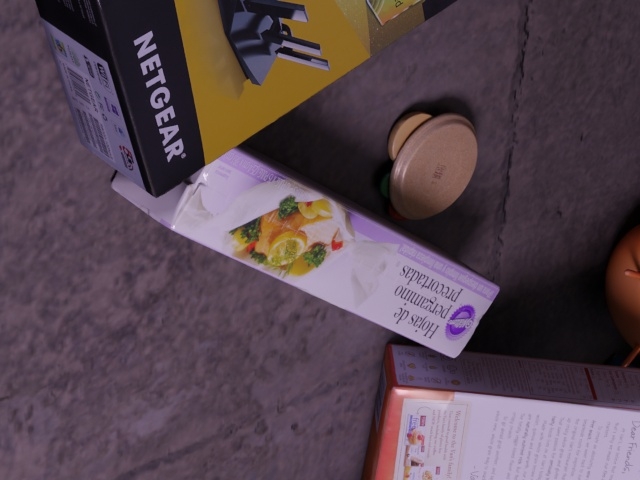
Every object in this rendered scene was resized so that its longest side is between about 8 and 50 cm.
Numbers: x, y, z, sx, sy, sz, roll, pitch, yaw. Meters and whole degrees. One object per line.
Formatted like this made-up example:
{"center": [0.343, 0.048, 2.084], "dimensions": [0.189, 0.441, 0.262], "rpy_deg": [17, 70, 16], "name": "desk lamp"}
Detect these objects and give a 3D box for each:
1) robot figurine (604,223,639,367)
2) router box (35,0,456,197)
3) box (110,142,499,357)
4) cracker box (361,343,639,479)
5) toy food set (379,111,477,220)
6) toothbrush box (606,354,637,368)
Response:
{"center": [0.315, 0.027, 1.527], "dimensions": [0.219, 0.128, 0.158], "rpy_deg": [-23, 168, -33], "name": "robot figurine"}
{"center": [-0.049, -0.211, 1.032], "dimensions": [0.243, 0.081, 0.309], "rpy_deg": [-35, 137, -23], "name": "router box"}
{"center": [0.000, 0.000, 1.241], "dimensions": [0.324, 0.067, 0.063], "rpy_deg": [26, 98, -51], "name": "box"}
{"center": [0.151, 0.166, 1.413], "dimensions": [0.232, 0.067, 0.155], "rpy_deg": [7, 118, -6], "name": "cracker box"}
{"center": [0.074, -0.050, 1.315], "dimensions": [0.083, 0.020, 0.082], "rpy_deg": [-9, 123, -42], "name": "toy food set"}
{"center": [0.283, 0.265, 1.529], "dimensions": [0.216, 0.295, 0.126], "rpy_deg": [-45, 139, -14], "name": "toothbrush box"}
